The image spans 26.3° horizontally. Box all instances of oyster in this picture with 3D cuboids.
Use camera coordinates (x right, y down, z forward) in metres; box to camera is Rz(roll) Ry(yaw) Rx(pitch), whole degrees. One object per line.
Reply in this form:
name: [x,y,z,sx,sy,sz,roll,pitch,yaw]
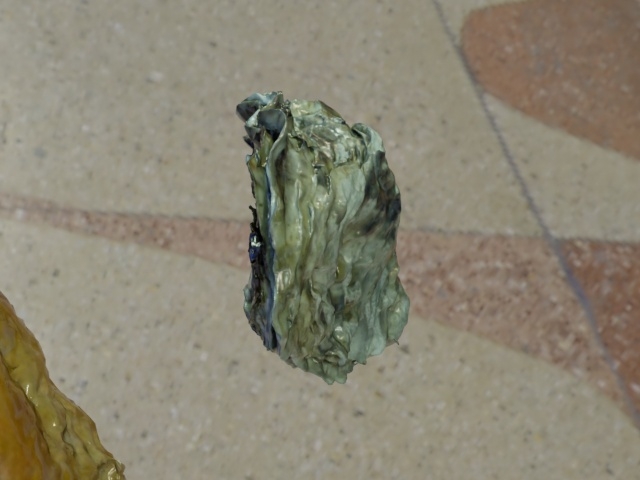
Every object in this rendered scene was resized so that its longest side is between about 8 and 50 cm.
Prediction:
oyster: [0.000,0.000,0.582,0.064,0.124,0.177,2,0,12]

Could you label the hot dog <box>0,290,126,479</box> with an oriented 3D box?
hot dog: [-0.274,0.131,0.756,0.365,0.367,0.196,54,48,-13]
